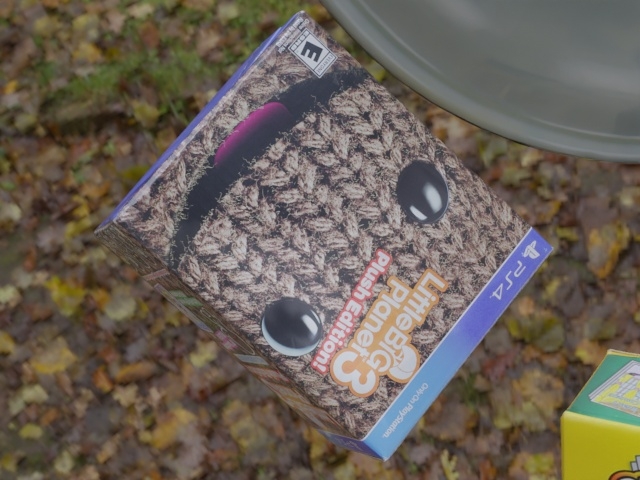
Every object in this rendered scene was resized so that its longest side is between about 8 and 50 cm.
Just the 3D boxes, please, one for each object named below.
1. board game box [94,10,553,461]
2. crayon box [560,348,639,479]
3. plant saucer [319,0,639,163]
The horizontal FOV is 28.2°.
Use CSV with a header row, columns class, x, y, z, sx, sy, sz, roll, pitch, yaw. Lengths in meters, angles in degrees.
class,x,y,z,sx,sy,sz,roll,pitch,yaw
board game box,0.000,0.000,1.071,0.291,0.141,0.232,42,77,-10
crayon box,0.347,0.259,0.842,0.363,0.313,0.106,9,26,31
plant saucer,0.160,-0.228,0.543,0.400,0.400,0.100,-23,10,-1
